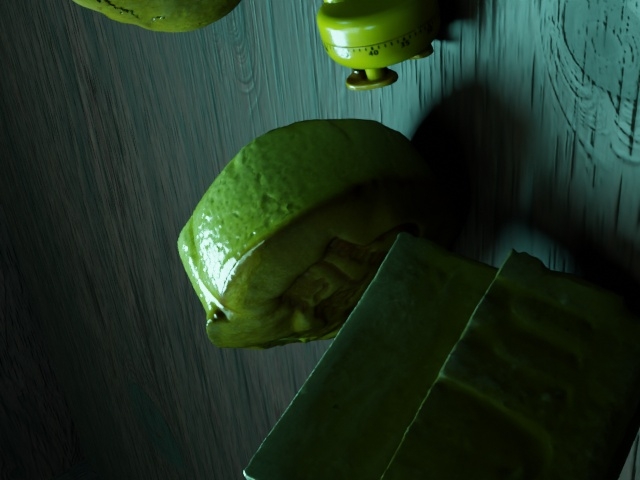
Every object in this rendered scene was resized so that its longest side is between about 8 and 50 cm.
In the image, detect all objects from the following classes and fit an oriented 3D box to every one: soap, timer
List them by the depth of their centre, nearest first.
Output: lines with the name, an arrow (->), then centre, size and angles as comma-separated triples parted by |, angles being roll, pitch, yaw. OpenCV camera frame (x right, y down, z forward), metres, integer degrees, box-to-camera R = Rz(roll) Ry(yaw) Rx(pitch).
soap -> 0.107, 0.146, 0.877 | 0.259, 0.281, 0.143 | 22, 145, 18
timer -> 0.046, -0.197, 0.942 | 0.107, 0.107, 0.109 | 29, 144, 51

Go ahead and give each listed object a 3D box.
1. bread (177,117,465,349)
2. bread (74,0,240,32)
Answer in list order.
bread -> 0.000, 0.000, 1.054 | 0.148, 0.270, 0.270 | 60, 157, 26
bread -> -0.186, -0.323, 1.116 | 0.195, 0.269, 0.142 | -55, 41, 14
